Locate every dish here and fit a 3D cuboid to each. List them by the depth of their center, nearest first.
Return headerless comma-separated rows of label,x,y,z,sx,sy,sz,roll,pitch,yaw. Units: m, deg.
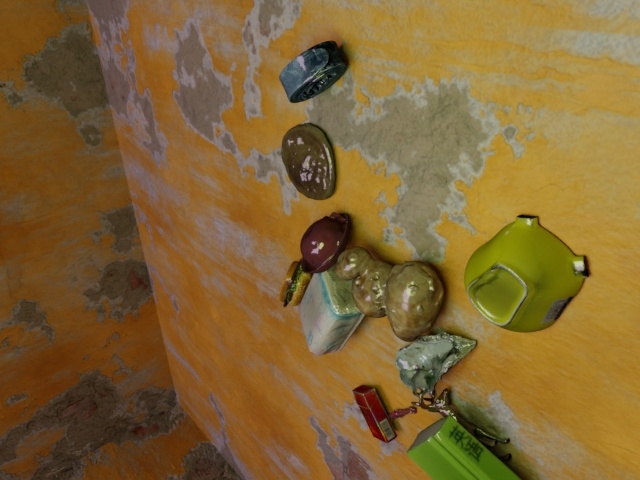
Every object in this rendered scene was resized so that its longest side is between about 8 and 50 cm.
dish,0.395,0.091,1.022,0.221,0.108,0.262,48,142,21

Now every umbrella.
umbrella,0.249,0.544,1.557,0.165,0.025,0.027,-45,56,51

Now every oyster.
oyster,0.283,0.314,1.319,0.199,0.087,0.251,50,129,53

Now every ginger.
ginger,0.173,0.132,1.284,0.304,0.155,0.244,19,141,38

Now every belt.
belt,-0.017,-0.411,1.222,0.190,0.142,0.082,-25,91,52

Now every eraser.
eraser,0.377,0.593,1.268,0.274,0.092,0.210,41,144,14

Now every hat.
hat,0.000,0.000,1.405,0.089,0.205,0.205,34,152,-22

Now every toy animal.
toy animal,0.371,0.515,1.329,0.260,0.087,0.243,5,113,48

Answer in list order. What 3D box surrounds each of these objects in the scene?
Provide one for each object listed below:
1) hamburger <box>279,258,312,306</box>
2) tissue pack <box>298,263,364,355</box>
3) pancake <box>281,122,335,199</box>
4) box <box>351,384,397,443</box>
hamburger,-0.081,0.156,1.664,0.087,0.137,0.165,21,136,4
tissue pack,0.031,0.203,1.510,0.271,0.125,0.201,113,150,-48
pancake,-0.038,-0.228,1.439,0.242,0.050,0.241,29,132,39
box,0.174,0.566,1.622,0.175,0.048,0.112,64,161,2
